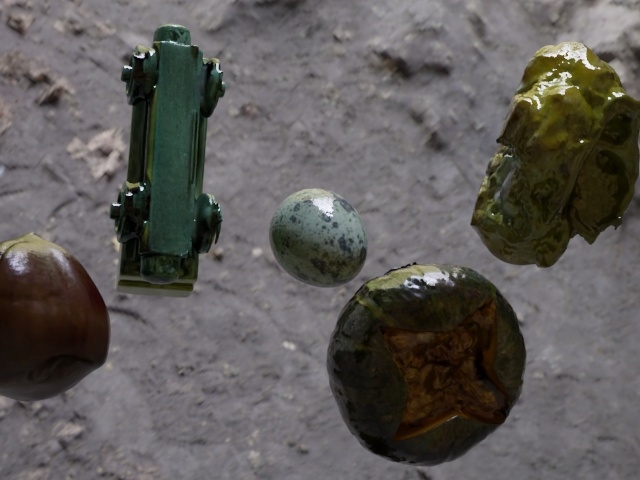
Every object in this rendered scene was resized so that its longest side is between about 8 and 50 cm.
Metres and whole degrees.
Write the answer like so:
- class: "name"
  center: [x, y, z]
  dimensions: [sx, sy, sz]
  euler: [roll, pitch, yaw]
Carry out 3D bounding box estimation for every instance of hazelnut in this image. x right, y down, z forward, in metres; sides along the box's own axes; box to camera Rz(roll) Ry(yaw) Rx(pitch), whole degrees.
- class: "hazelnut"
  center: [-0.381, 0.098, 1.493]
  dimensions: [0.229, 0.229, 0.229]
  euler: [19, 54, -28]

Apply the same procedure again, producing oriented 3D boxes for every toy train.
- class: "toy train"
  center: [-0.219, -0.112, 1.643]
  dimensions: [0.150, 0.237, 0.369]
  euler: [5, 77, -12]

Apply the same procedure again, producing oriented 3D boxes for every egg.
- class: "egg"
  center: [0.000, 0.000, 1.618]
  dimensions: [0.132, 0.132, 0.172]
  euler: [9, 24, -33]

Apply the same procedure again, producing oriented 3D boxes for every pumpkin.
- class: "pumpkin"
  center: [0.118, 0.137, 1.328]
  dimensions: [0.238, 0.159, 0.238]
  euler: [0, 91, -19]

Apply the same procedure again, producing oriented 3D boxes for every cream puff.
- class: "cream puff"
  center: [0.302, -0.095, 1.425]
  dimensions: [0.185, 0.282, 0.282]
  euler: [22, 48, 4]
